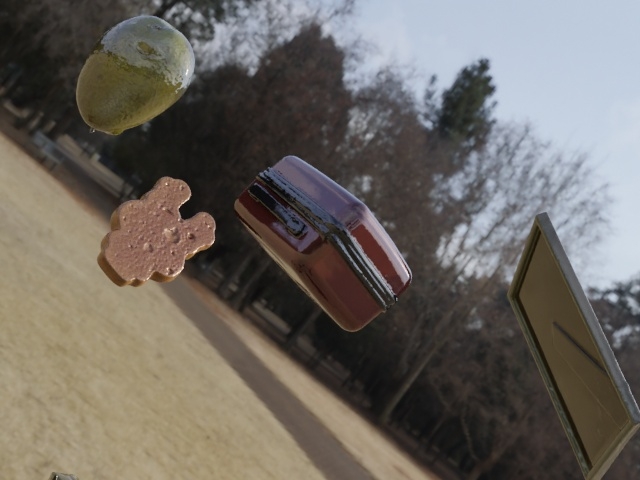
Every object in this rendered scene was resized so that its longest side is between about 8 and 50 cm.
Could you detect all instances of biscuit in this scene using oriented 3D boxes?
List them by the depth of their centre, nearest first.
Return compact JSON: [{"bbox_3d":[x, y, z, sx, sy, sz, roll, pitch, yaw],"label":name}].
[{"bbox_3d":[-0.372,-0.009,1.973,0.047,0.334,0.202,-33,-80,40],"label":"biscuit"}]

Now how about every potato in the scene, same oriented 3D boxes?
[{"bbox_3d":[-0.350,-0.298,1.625,0.174,0.251,0.159,45,4,35],"label":"potato"}]

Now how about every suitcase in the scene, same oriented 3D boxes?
[{"bbox_3d":[0.000,0.000,1.513,0.236,0.161,0.297,52,-6,-37],"label":"suitcase"}]

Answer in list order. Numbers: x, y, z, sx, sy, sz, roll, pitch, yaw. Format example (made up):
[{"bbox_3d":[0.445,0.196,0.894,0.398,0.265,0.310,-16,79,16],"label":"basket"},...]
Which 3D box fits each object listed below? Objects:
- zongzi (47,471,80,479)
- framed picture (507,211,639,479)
[{"bbox_3d":[-0.314,0.401,1.103,0.176,0.160,0.078,34,-7,18],"label":"zongzi"},{"bbox_3d":[0.480,0.210,1.707,0.326,0.028,0.446,89,-14,-58],"label":"framed picture"}]
